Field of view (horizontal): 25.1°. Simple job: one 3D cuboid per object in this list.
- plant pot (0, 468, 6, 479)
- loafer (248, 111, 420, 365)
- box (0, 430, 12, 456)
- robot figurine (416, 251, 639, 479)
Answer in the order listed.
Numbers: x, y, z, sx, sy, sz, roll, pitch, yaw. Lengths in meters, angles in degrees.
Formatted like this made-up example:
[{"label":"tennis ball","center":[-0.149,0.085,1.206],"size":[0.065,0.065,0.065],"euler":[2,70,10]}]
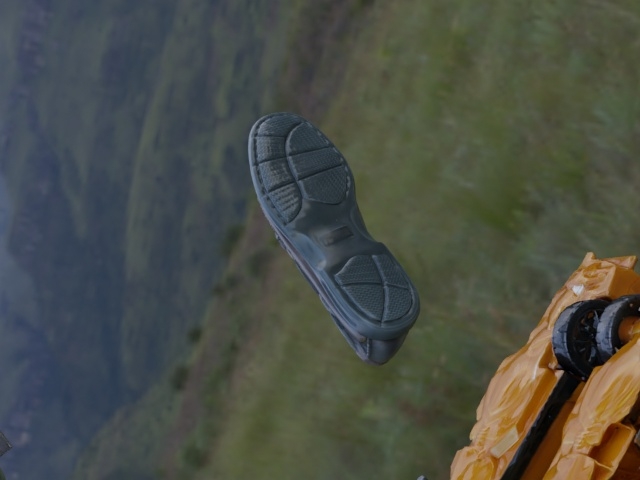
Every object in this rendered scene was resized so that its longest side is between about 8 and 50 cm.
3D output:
[{"label":"plant pot","center":[-0.445,0.189,1.416],"size":[0.271,0.272,0.255],"euler":[-83,-23,-57]},{"label":"loafer","center":[0.000,0.000,1.329],"size":[0.267,0.096,0.084],"euler":[60,155,31]},{"label":"box","center":[-0.337,0.187,0.992],"size":[0.231,0.056,0.183],"euler":[-42,16,-18]},{"label":"robot figurine","center":[0.121,0.130,0.697],"size":[0.291,0.085,0.211],"euler":[-58,15,-17]}]
